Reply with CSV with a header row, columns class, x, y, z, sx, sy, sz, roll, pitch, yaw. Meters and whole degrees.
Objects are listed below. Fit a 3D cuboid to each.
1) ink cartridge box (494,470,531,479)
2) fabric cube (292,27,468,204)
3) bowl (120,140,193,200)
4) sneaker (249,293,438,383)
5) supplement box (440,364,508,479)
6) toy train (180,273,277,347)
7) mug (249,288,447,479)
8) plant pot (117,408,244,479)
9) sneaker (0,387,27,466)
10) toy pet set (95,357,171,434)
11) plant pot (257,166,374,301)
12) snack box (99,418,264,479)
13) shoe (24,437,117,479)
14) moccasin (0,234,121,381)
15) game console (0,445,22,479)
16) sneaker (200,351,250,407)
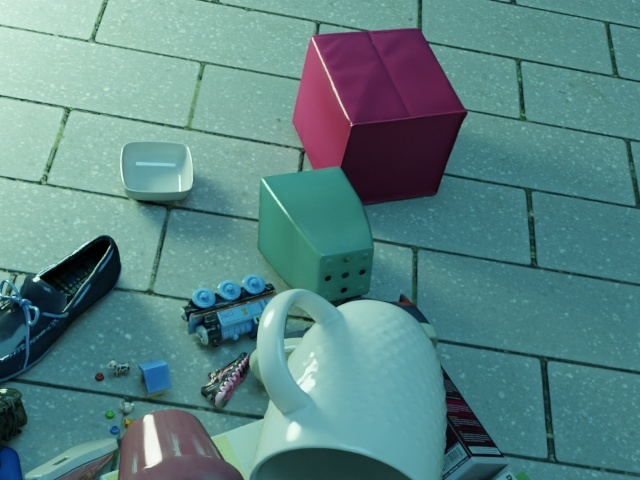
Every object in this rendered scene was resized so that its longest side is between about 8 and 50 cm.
class,x,y,z,sx,sy,sz,roll,pitch,yaw
ink cartridge box,0.304,0.455,1.706,0.209,0.062,0.109,-24,58,-29
fabric cube,0.114,-0.253,2.136,0.259,0.254,0.258,-9,52,-20
bowl,-0.327,-0.132,2.065,0.142,0.053,0.142,1,51,-13
sneaker,0.028,0.170,1.854,0.350,0.131,0.148,-4,44,-23
supplement box,0.203,0.302,1.768,0.130,0.073,0.239,18,33,-53
toy train,-0.156,0.130,1.868,0.184,0.080,0.105,-15,61,-24
mug,0.032,0.232,1.573,0.374,0.276,0.328,49,36,-29
plant pot,-0.215,0.354,1.519,0.201,0.201,0.180,-5,37,-17
sneaker,-0.505,0.287,1.607,0.130,0.087,0.227,-7,18,-30
toy pet set,-0.310,0.245,1.741,0.114,0.065,0.122,-12,54,-22
plant pot,0.000,0.000,1.911,0.165,0.165,0.234,-9,35,-19
snack box,-0.165,0.408,1.639,0.322,0.060,0.187,-15,55,-24
shoe,-0.382,0.374,1.623,0.063,0.081,0.178,-6,8,34
moccasin,-0.484,0.099,1.790,0.137,0.117,0.342,30,50,12
game console,-0.588,0.424,1.514,0.293,0.173,0.250,8,79,-24
sneaker,-0.165,0.234,1.803,0.057,0.047,0.119,20,47,20
